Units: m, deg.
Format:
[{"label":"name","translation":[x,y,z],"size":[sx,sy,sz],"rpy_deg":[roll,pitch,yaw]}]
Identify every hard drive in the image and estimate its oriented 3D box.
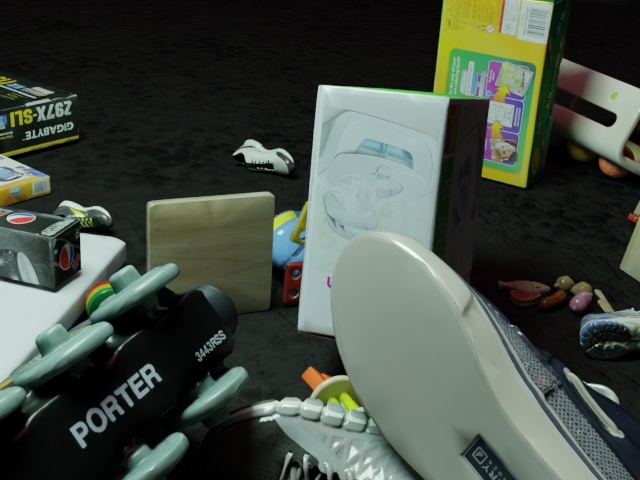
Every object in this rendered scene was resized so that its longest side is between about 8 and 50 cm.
[{"label":"hard drive","translation":[-0.350,0.063,1.033],"size":[0.210,0.040,0.319],"rpy_deg":[7,24,7]}]

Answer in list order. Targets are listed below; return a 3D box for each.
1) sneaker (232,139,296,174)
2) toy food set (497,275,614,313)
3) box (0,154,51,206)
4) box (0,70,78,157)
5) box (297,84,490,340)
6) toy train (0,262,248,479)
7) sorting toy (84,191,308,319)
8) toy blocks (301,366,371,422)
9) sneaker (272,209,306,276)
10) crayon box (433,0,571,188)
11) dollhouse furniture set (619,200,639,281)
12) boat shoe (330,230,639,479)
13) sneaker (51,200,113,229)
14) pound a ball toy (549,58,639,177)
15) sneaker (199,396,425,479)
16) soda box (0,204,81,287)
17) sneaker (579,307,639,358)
[{"label":"sneaker","translation":[-0.082,-0.113,1.490],"size":[0.109,0.040,0.044],"rpy_deg":[19,44,38]},{"label":"toy food set","translation":[0.268,0.060,1.167],"size":[0.122,0.019,0.078],"rpy_deg":[2,24,-4]},{"label":"box","translation":[-0.434,-0.084,1.370],"size":[0.136,0.028,0.081],"rpy_deg":[24,31,34]},{"label":"box","translation":[-0.565,-0.195,1.535],"size":[0.322,0.079,0.257],"rpy_deg":[20,26,33]},{"label":"box","translation":[0.078,-0.034,1.021],"size":[0.127,0.231,0.262],"rpy_deg":[7,9,16]},{"label":"toy train","translation":[-0.191,0.139,0.741],"size":[0.190,0.142,0.334],"rpy_deg":[-28,9,37]},{"label":"sorting toy","translation":[-0.111,0.011,1.078],"size":[0.274,0.132,0.046],"rpy_deg":[-6,24,-22]},{"label":"toy blocks","translation":[0.040,0.131,0.929],"size":[0.123,0.054,0.148],"rpy_deg":[-5,25,-21]},{"label":"sneaker","translation":[0.000,0.000,1.225],"size":[0.082,0.069,0.209],"rpy_deg":[47,27,11]},{"label":"crayon box","translation":[0.256,-0.231,1.503],"size":[0.165,0.278,0.081],"rpy_deg":[17,28,27]},{"label":"dollhouse furniture set","translation":[0.508,-0.006,1.273],"size":[0.259,0.135,0.262],"rpy_deg":[5,21,-28]},{"label":"boat shoe","translation":[0.149,0.131,0.763],"size":[0.158,0.127,0.340],"rpy_deg":[-4,53,-48]},{"label":"sneaker","translation":[-0.293,-0.023,1.261],"size":[0.083,0.031,0.035],"rpy_deg":[11,38,24]},{"label":"pound a ball toy","translation":[0.477,-0.165,1.617],"size":[0.208,0.136,0.319],"rpy_deg":[20,13,-32]},{"label":"sneaker","translation":[0.021,0.189,0.762],"size":[0.228,0.086,0.132],"rpy_deg":[4,26,-3]},{"label":"soda box","translation":[-0.332,-0.001,1.054],"size":[0.169,0.060,0.053],"rpy_deg":[11,23,17]},{"label":"sneaker","translation":[0.336,0.092,1.071],"size":[0.135,0.052,0.058],"rpy_deg":[5,20,0]}]
